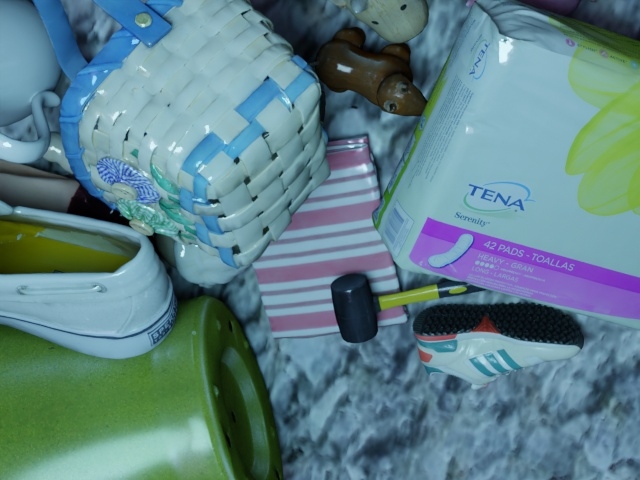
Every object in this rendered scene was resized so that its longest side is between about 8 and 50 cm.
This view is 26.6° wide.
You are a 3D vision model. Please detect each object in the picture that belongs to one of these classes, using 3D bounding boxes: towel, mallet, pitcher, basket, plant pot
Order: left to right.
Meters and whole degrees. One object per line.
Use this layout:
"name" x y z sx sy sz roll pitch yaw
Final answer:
"pitcher" -0.300 -0.144 1.245 0.178 0.207 0.125 34 115 2
"plant pot" -0.233 0.210 1.305 0.353 0.366 0.366 -16 104 8
"basket" -0.139 -0.130 1.130 0.201 0.255 0.289 -43 68 -12
"towel" 0.000 0.000 1.311 0.144 0.029 0.197 -7 110 19
"mallet" 0.101 0.041 1.273 0.189 0.039 0.062 -19 112 7

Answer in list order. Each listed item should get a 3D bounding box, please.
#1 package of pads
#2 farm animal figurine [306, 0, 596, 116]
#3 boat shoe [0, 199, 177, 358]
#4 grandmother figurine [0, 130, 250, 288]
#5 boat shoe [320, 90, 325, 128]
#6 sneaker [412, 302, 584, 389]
"package of pads" 0.221 -0.058 1.123 0.296 0.101 0.229 14 118 -19
"farm animal figurine" 0.065 -0.262 1.114 0.327 0.172 0.330 45 115 -3
"boat shoe" -0.310 -0.002 1.194 0.367 0.136 0.156 13 140 17
"grandmother figurine" -0.227 -0.023 1.316 0.342 0.104 0.208 9 145 15
"boat shoe" -0.062 -0.130 1.270 0.152 0.056 0.049 13 87 20
"sneaker" 0.170 0.105 1.289 0.161 0.057 0.075 1 126 15
